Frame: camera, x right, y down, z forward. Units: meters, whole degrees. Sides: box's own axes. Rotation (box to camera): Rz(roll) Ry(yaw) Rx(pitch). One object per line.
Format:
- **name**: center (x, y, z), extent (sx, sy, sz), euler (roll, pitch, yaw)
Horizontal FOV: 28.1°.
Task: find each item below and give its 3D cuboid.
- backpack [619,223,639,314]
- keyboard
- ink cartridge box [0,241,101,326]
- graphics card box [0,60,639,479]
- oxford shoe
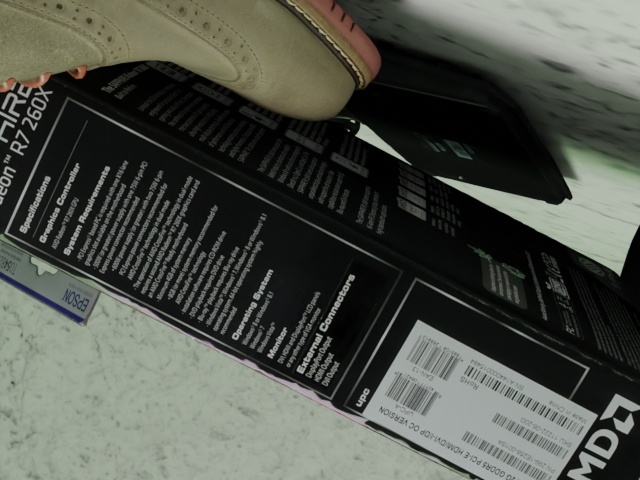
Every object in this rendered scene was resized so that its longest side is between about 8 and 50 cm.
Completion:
- **backpack**: center (0.307, 0.084, 0.734), extent (0.254, 0.191, 0.225), euler (11, -169, -2)
- **keyboard**: center (0.057, -0.081, 0.842), extent (0.202, 0.033, 0.317), euler (15, 176, 18)
- **ink cartridge box**: center (-0.169, -0.055, 0.990), extent (0.045, 0.224, 0.223), euler (22, 178, -34)
- **graphics card box**: center (0.000, 0.000, 0.701), extent (0.371, 0.094, 0.233), euler (26, -166, -3)
- **oxford shoe**: center (-0.135, -0.106, 0.538), extent (0.348, 0.130, 0.123), euler (21, 178, -26)
